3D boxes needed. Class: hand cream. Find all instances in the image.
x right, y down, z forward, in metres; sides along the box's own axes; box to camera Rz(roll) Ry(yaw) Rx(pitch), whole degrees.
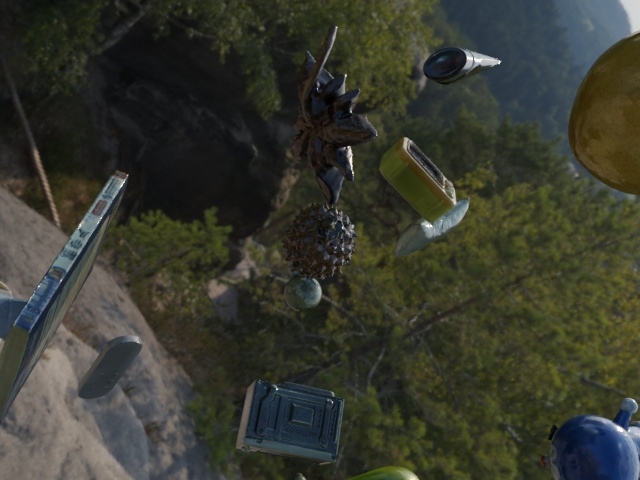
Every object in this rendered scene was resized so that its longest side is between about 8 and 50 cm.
[{"bbox_3d":[0.285,-0.351,1.324,0.270,0.120,0.061,-25,95,-63],"label":"hand cream"}]

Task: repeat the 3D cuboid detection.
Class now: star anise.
[{"bbox_3d":[0.006,-0.258,1.407,0.109,0.349,0.292,-23,71,-35],"label":"star anise"}]

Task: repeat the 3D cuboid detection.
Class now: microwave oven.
[{"bbox_3d":[-0.077,0.465,1.688,0.240,0.145,0.194,15,67,-10],"label":"microwave oven"}]

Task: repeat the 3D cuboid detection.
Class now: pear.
[{"bbox_3d":[0.589,-0.220,1.110,0.314,0.314,0.314,40,34,-34],"label":"pear"}]

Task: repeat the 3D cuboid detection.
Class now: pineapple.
[{"bbox_3d":[0.000,0.000,1.350,0.166,0.193,0.166,4,67,-10],"label":"pineapple"}]

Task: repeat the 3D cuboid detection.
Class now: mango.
[{"bbox_3d":[0.083,0.406,1.030,0.117,0.163,0.089,93,-7,-68],"label":"mango"}]

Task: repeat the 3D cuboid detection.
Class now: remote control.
[{"bbox_3d":[-0.462,0.279,1.421,0.077,0.245,0.022,6,48,-41],"label":"remote control"}]

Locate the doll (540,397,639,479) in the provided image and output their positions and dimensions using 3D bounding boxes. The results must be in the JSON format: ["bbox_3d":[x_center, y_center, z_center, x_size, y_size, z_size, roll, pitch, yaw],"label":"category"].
[{"bbox_3d":[0.530,0.399,1.217,0.256,0.161,0.215,13,82,-40],"label":"doll"}]

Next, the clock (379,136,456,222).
[{"bbox_3d":[0.248,-0.155,1.648,0.202,0.096,0.143,43,26,-11],"label":"clock"}]

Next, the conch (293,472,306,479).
[{"bbox_3d":[-0.046,0.627,1.230,0.203,0.169,0.386,71,23,-44],"label":"conch"}]

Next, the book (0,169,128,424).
[{"bbox_3d":[-0.477,0.093,1.196,0.039,0.300,0.428,26,37,-12],"label":"book"}]

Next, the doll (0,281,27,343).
[{"bbox_3d":[-0.685,0.154,1.373,0.144,0.271,0.208,19,50,-41],"label":"doll"}]

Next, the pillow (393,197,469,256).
[{"bbox_3d":[0.317,-0.040,1.850,0.254,0.144,0.078,-24,73,-39],"label":"pillow"}]

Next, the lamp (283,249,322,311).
[{"bbox_3d":[-0.053,0.085,1.566,0.091,0.091,0.163,-5,79,-61],"label":"lamp"}]
